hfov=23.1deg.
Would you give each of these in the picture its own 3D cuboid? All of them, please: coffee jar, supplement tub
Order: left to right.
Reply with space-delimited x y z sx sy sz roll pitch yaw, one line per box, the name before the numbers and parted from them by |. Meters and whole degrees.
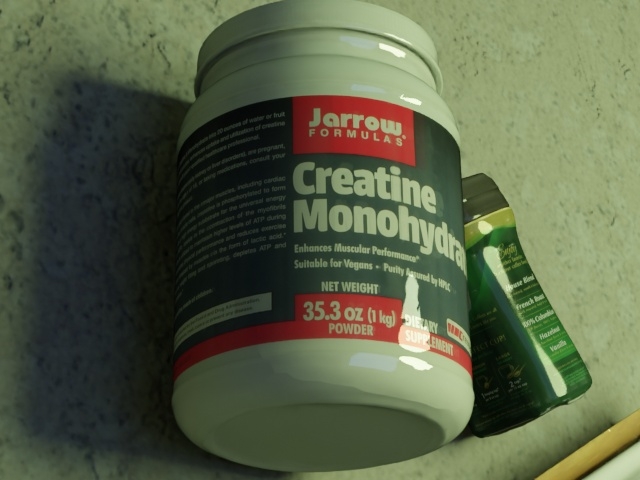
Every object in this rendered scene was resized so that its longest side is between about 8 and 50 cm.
supplement tub | 0.000 0.000 1.025 0.191 0.191 0.272 15 62 -32
coffee jar | 0.121 0.047 1.162 0.079 0.096 0.184 -20 84 -44

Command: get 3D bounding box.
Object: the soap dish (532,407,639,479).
soap dish | 0.241 0.251 1.146 0.290 0.118 0.229 -23 85 -42
